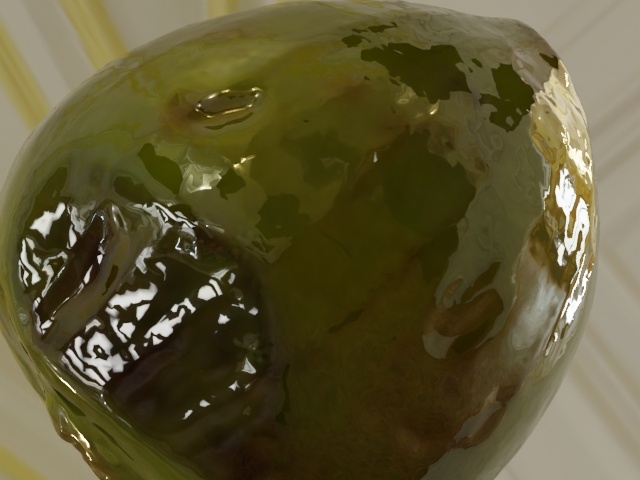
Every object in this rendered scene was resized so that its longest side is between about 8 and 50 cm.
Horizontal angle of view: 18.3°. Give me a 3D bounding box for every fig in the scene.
[{"bbox_3d":[0.000,0.000,0.833,0.271,0.239,0.239,-45,-31,-21],"label":"fig"}]
